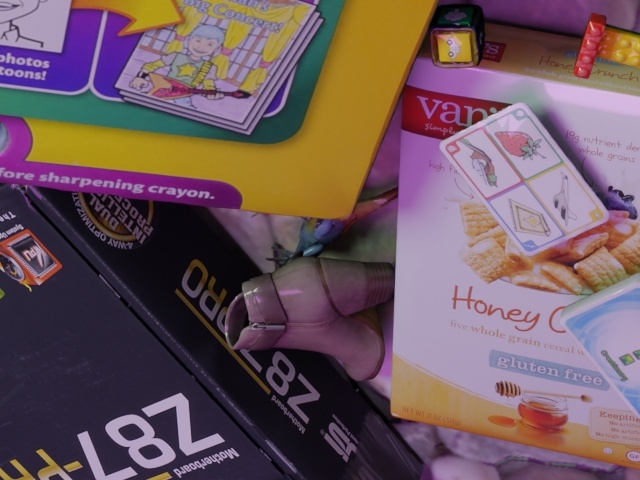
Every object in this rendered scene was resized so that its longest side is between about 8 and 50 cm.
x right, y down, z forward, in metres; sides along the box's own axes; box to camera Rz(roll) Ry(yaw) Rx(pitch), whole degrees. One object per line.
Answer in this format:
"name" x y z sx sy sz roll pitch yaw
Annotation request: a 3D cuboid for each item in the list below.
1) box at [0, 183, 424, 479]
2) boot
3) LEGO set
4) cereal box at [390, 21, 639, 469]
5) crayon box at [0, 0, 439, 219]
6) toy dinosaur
"box" -0.185 0.112 1.082 0.395 0.097 0.318 -22 119 36
"boot" -0.008 0.046 0.949 0.087 0.042 0.118 -9 144 -14
"LEGO set" 0.154 -0.023 0.779 0.182 0.060 0.244 -27 116 30
"cereal box" 0.124 0.009 0.886 0.173 0.047 0.240 11 132 14
"crayon box" -0.123 -0.164 0.716 0.363 0.106 0.313 7 138 -13
"toy dinosaur" 0.000 0.000 0.943 0.090 0.047 0.082 8 150 4
